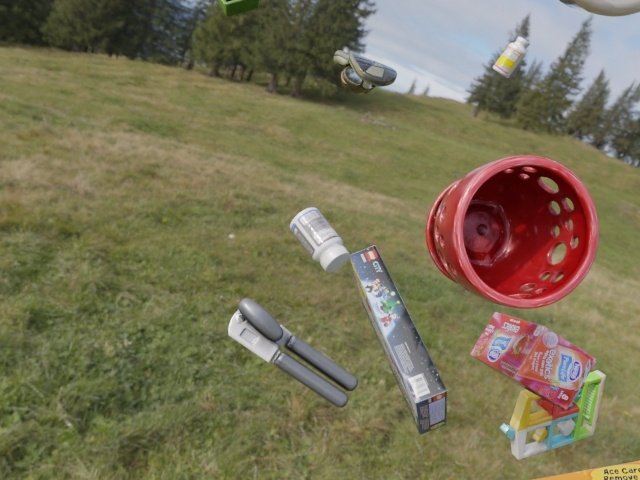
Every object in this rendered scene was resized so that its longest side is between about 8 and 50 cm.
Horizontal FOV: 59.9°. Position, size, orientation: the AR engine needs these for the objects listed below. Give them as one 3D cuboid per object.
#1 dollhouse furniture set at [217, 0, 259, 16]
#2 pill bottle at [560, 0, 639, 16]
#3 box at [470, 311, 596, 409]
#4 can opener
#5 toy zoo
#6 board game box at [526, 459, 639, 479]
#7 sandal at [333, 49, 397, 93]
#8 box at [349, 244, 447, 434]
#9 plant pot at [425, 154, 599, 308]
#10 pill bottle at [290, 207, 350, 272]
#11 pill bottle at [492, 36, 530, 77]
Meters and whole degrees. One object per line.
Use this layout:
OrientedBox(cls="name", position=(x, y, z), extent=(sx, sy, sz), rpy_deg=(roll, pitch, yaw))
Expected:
OrientedBox(cls="dollhouse furniture set", position=(-0.069, -0.258, 0.441), extent=(0.076, 0.151, 0.058), rpy_deg=(-24, 73, -15))
OrientedBox(cls="pill bottle", position=(0.485, -0.483, 0.940), extent=(0.181, 0.181, 0.323), rpy_deg=(22, 28, 4))
OrientedBox(cls="box", position=(0.440, 0.247, 1.184), extent=(0.128, 0.122, 0.257), rpy_deg=(32, -3, -3))
OrientedBox(cls="can opener", position=(-0.053, 0.218, 1.053), extent=(0.280, 0.074, 0.093), rpy_deg=(37, -18, -5))
OrientedBox(cls="toy zoo", position=(0.586, 0.446, 1.408), extent=(0.293, 0.192, 0.030), rpy_deg=(-8, 22, -20))
OrientedBox(cls="board game box", position=(0.283, 0.528, 0.602), extent=(0.357, 0.356, 0.356), rpy_deg=(-8, 20, -3))
OrientedBox(cls="sandal", position=(0.099, -0.402, 1.352), extent=(0.120, 0.086, 0.303), rpy_deg=(16, 18, -16))
OrientedBox(cls="box", position=(0.111, 0.143, 0.799), extent=(0.159, 0.044, 0.233), rpy_deg=(70, -2, -56))
OrientedBox(cls="plant pot", position=(0.241, -0.012, 0.757), extent=(0.191, 0.191, 0.174), rpy_deg=(19, -2, -9))
OrientedBox(cls="pill bottle", position=(0.000, 0.000, 1.223), extent=(0.078, 0.078, 0.137), rpy_deg=(-1, 48, -53))
OrientedBox(cls="pill bottle", position=(0.423, -0.405, 1.225), extent=(0.043, 0.083, 0.043), rpy_deg=(29, 22, -14))
